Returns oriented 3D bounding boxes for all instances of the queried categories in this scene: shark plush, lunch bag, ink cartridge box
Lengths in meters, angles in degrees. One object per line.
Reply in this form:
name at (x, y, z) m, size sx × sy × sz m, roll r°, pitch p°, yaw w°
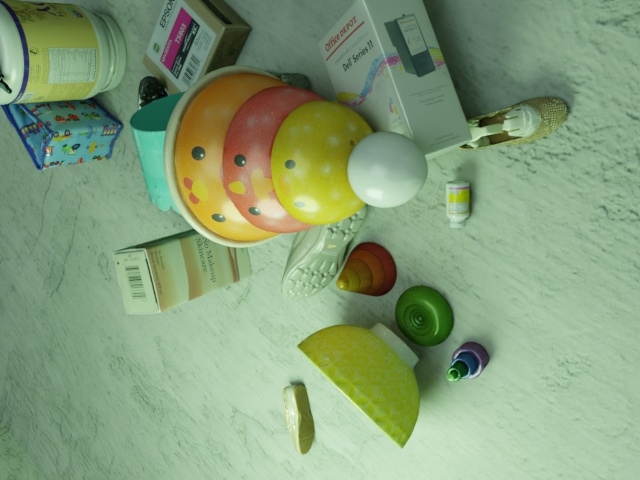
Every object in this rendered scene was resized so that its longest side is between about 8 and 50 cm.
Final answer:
shark plush at (-0.753, -0.377, 1.438) m, size 0.161 × 0.073 × 0.067 m, roll 21°, pitch 138°, yaw 8°
lunch bag at (-0.724, -0.351, 1.722) m, size 0.293 × 0.221 × 0.138 m, roll 49°, pitch 127°, yaw 16°
ink cartridge box at (0.110, -0.301, 1.117) m, size 0.207 × 0.119 × 0.353 m, roll -20°, pitch 90°, yaw 67°
ink cartridge box at (-0.289, -0.445, 1.450) m, size 0.193 × 0.088 × 0.234 m, roll 46°, pitch 127°, yaw 17°

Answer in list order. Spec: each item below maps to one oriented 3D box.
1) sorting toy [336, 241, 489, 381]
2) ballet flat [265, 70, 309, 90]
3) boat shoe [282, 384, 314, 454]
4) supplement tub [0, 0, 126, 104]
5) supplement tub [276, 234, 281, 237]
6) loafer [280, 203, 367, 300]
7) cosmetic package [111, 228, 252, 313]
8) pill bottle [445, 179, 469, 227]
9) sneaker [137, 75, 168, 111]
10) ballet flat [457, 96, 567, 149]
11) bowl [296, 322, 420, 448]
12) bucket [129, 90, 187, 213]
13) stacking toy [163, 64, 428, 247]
sorting toy at (0.160, 0.151, 1.255) m, size 0.365 × 0.126 × 0.127 m, roll 42°, pitch 124°, yaw 21°
ballet flat at (-0.123, -0.332, 1.367) m, size 0.213 × 0.068 × 0.072 m, roll 7°, pitch 107°, yaw 36°
boat shoe at (-0.059, 0.435, 1.550) m, size 0.059 × 0.063 × 0.170 m, roll -5°, pitch 90°, yaw 41°
supplement tub at (-0.685, -0.471, 1.587) m, size 0.241 × 0.331 × 0.241 m, roll 12°, pitch 110°, yaw 34°
supplement tub at (-0.126, -0.061, 1.447) m, size 0.107 × 0.071 × 0.071 m, roll 38°, pitch 123°, yaw 22°
loafer at (0.000, 0.000, 1.358) m, size 0.319 × 0.112 × 0.111 m, roll -57°, pitch 31°, yaw 31°
cosmetic package at (-0.314, 0.057, 1.481) m, size 0.129 × 0.296 × 0.153 m, roll -6°, pitch 101°, yaw 37°
pill bottle at (0.253, -0.067, 1.172) m, size 0.043 × 0.043 × 0.083 m, roll 7°, pitch 108°, yaw 36°
sneaker at (-0.413, -0.317, 1.547) m, size 0.106 × 0.078 × 0.234 m, roll 51°, pitch 159°, yaw 28°
ballet flat at (0.310, -0.191, 1.077) m, size 0.206 × 0.067 × 0.073 m, roll -14°, pitch 95°, yaw 39°
bowl at (0.107, 0.262, 1.288) m, size 0.289 × 0.289 × 0.156 m, roll 41°, pitch 81°, yaw 21°
bucket at (-0.264, -0.202, 1.364) m, size 0.281 × 0.281 × 0.183 m, roll 14°, pitch 130°, yaw 34°
stacking toy at (-0.018, -0.141, 1.090) m, size 0.480 × 0.351 × 0.350 m, roll 9°, pitch 109°, yaw 48°
